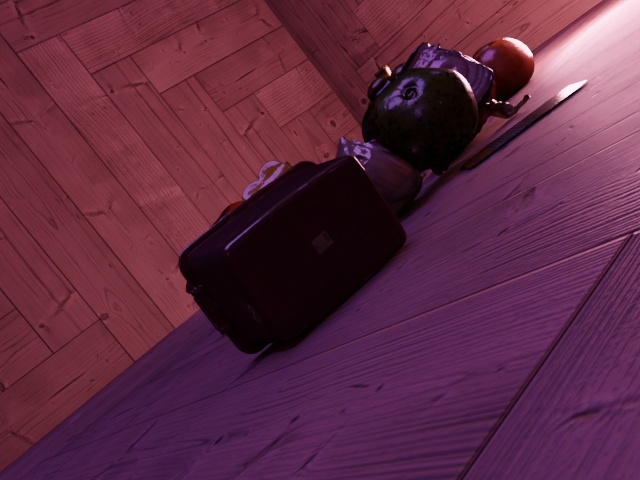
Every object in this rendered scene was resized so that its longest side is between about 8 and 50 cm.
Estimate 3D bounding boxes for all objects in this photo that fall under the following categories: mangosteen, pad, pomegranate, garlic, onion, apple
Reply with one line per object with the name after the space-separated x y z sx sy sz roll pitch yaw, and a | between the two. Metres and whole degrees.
0.226 -0.346 1.983 0.275 0.302 0.275 -22 -20 -8 | mangosteen
0.351 -0.238 1.416 0.250 0.055 0.323 -38 22 8 | pad
0.207 -0.215 1.453 0.214 0.214 0.247 -38 -39 -7 | pomegranate
0.089 -0.097 1.410 0.142 0.178 0.229 -61 -6 -3 | garlic
0.279 -0.298 1.677 0.256 0.272 0.230 -32 -22 -3 | onion
0.508 -0.491 2.124 0.201 0.162 0.201 -36 3 2 | apple

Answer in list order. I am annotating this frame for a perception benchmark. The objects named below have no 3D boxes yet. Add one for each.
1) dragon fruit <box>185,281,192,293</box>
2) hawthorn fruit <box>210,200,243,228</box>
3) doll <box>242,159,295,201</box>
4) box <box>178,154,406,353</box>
-0.195 0.084 1.679 0.274 0.193 0.192 5 41 48 | dragon fruit
-0.253 0.019 2.405 0.265 0.265 0.307 -35 10 36 | hawthorn fruit
-0.048 -0.015 1.286 0.177 0.141 0.314 -54 -29 -18 | doll
-0.033 0.012 1.053 0.294 0.193 0.167 -40 10 -24 | box
